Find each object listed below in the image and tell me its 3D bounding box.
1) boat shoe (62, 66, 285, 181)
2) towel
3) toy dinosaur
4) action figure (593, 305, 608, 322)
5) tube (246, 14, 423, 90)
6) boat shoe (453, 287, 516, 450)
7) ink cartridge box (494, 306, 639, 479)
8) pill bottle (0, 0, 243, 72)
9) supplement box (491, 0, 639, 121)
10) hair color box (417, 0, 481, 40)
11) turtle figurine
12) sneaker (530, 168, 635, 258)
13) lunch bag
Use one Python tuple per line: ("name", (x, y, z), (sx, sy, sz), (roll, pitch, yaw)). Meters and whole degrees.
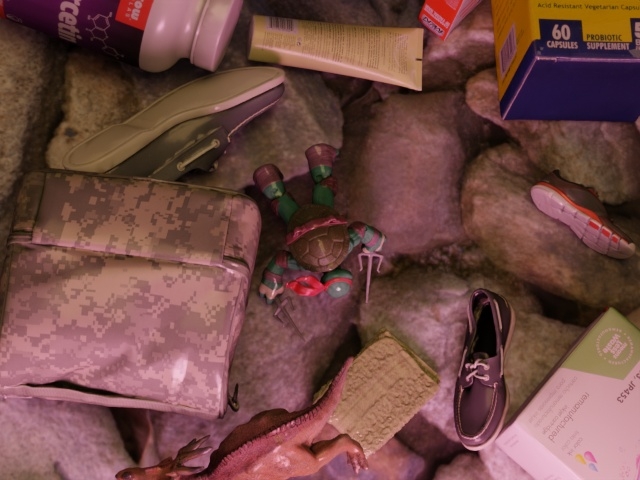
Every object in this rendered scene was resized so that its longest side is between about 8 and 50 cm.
("boat shoe", (-0.177, -0.129, 1.862), (0.319, 0.116, 0.099), (-30, 120, -22))
("towel", (0.071, 0.190, 1.797), (0.110, 0.027, 0.148), (43, 70, 8))
("toy dinosaur", (-0.078, 0.247, 1.655), (0.296, 0.200, 0.127), (-43, 50, 21))
("action figure", (0.403, 0.134, 1.858), (0.115, 0.030, 0.038), (41, 66, 6))
("tube", (0.022, -0.256, 1.938), (0.240, 0.062, 0.070), (5, 114, -10))
("boat shoe", (0.194, 0.156, 1.790), (0.075, 0.065, 0.206), (-5, 60, 32))
("ink cartridge box", (0.416, 0.278, 1.758), (0.353, 0.119, 0.207), (41, 70, 7))
("pill bottle", (-0.268, -0.330, 1.859), (0.323, 0.181, 0.181), (20, 70, 1))
("supplement box", (0.341, -0.358, 1.934), (0.194, 0.195, 0.356), (0, 70, -7))
("hair color box", (0.191, -0.346, 1.926), (0.053, 0.167, 0.093), (40, 71, 7))
("turtle figurine", (0.000, 0.000, 1.815), (0.175, 0.118, 0.234), (-13, 67, -11))
("sneaker", (0.356, -0.041, 1.898), (0.158, 0.061, 0.065), (38, 64, 6))
("lunch bag", (-0.233, 0.073, 1.703), (0.305, 0.212, 0.256), (8, 68, -4))
